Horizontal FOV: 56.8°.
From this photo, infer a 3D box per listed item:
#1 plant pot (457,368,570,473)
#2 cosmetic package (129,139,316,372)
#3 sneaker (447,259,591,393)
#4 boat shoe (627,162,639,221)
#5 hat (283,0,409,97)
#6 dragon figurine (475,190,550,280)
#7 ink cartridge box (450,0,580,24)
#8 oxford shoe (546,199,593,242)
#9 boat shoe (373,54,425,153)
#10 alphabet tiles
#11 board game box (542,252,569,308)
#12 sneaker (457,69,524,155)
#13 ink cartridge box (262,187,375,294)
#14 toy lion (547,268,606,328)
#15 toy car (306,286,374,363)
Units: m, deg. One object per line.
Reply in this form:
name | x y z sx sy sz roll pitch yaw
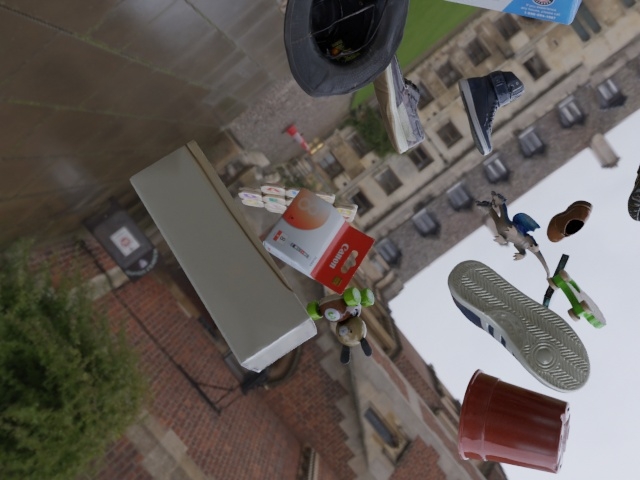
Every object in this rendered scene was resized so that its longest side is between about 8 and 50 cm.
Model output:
plant pot | 0.569 0.535 1.717 0.265 0.272 0.272 7 -148 30
cosmetic package | -0.137 0.028 0.860 0.113 0.309 0.160 -34 166 -7
sneaker | 0.420 0.180 1.275 0.131 0.350 0.148 -43 166 -3
boat shoe | 0.888 -0.177 1.540 0.120 0.123 0.324 -61 154 -30
hat | 0.025 -0.438 1.092 0.331 0.134 0.331 -28 141 -25
dragon figurine | 0.561 -0.022 1.671 0.085 0.289 0.144 -48 -170 39
ink cartridge box | 0.392 -0.642 1.119 0.166 0.285 0.395 -60 158 -22
oxford shoe | 0.724 -0.038 1.753 0.212 0.076 0.076 101 13 -64
boat shoe | 0.189 -0.340 1.403 0.092 0.285 0.103 -23 -142 -4
alphabet tiles | -0.055 -0.086 1.445 0.278 0.284 0.021 106 -6 -80
board game box | 0.775 0.150 1.961 0.186 0.026 0.126 -55 152 -26
sneaker | 0.476 -0.352 1.595 0.163 0.226 0.086 -13 167 9
ink cartridge box | 0.000 0.000 1.152 0.145 0.179 0.045 -56 171 -23
toy lion | 0.434 0.101 0.987 0.096 0.100 0.034 14 132 -44
toy car | 0.073 0.241 1.643 0.155 0.188 0.149 -24 162 29
